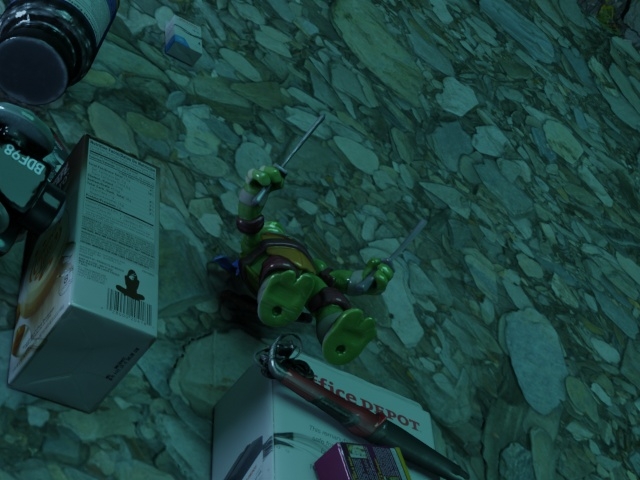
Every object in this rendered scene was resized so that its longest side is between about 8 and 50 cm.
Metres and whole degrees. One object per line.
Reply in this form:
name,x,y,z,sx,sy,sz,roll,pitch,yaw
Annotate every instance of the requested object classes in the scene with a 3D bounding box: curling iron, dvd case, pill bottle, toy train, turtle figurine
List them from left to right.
toy train,-0.406,-0.099,1.074,0.334,0.190,0.142,34,58,-20
dvd case,-0.329,-0.086,1.307,0.087,0.013,0.119,49,34,7
pill bottle,-0.332,-0.265,1.403,0.123,0.123,0.219,32,35,-18
turtle figurine,0.000,0.000,1.291,0.266,0.275,0.198,-111,-179,-62
curling iron,0.049,0.179,1.165,0.274,0.035,0.068,34,34,-13

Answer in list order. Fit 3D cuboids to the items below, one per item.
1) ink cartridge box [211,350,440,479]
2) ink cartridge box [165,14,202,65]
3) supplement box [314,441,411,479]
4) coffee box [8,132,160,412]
ink cartridge box,0.010,0.291,1.150,0.223,0.129,0.307,26,37,-25
ink cartridge box,-0.204,-0.303,1.672,0.048,0.028,0.083,23,38,-30
supplement box,0.044,0.231,1.092,0.083,0.043,0.055,14,42,-38
coffee box,-0.239,0.030,1.161,0.098,0.141,0.246,24,37,-28
